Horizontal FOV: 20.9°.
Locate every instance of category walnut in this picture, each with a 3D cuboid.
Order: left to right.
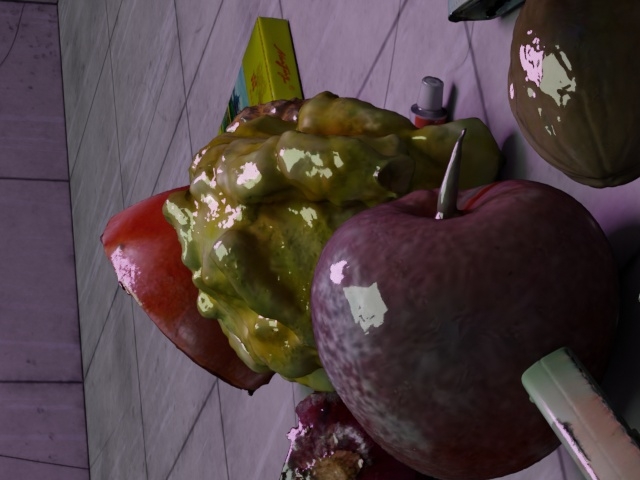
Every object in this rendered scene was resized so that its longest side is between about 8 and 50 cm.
[{"bbox_3d":[0.201,-0.119,1.248,0.140,0.140,0.162,114,145,-49],"label":"walnut"}]

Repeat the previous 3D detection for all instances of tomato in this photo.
[{"bbox_3d":[-0.109,0.022,2.062,0.170,0.309,0.309,-42,33,11],"label":"tomato"}]

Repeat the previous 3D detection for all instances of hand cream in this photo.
[{"bbox_3d":[0.100,-0.061,1.735,0.052,0.038,0.216,-70,-13,-60],"label":"hand cream"}]

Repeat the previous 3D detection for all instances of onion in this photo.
[{"bbox_3d":[0.046,0.240,1.722,0.218,0.140,0.195,28,-113,-70],"label":"onion"}]

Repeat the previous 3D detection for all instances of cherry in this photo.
[{"bbox_3d":[0.111,0.055,1.333,0.213,0.236,0.285,-59,-31,-68],"label":"cherry"}]

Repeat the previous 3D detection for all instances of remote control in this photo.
[{"bbox_3d":[0.233,0.204,1.134,0.145,0.050,0.344,54,-176,-33],"label":"remote control"}]

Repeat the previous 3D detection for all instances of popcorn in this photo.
[{"bbox_3d":[0.005,0.002,1.610,0.335,0.274,0.279,29,124,59],"label":"popcorn"}]

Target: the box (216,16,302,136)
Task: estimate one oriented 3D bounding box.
[{"bbox_3d":[-0.091,-0.117,2.314,0.335,0.047,0.187,115,152,-49],"label":"box"}]

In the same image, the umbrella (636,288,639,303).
[{"bbox_3d":[0.254,-0.015,1.227,0.040,0.037,0.144,23,116,35],"label":"umbrella"}]

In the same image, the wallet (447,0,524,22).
[{"bbox_3d":[0.152,-0.330,1.522,0.176,0.075,0.250,157,113,-74],"label":"wallet"}]

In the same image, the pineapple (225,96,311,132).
[{"bbox_3d":[-0.030,-0.064,1.951,0.166,0.166,0.193,170,93,-72],"label":"pineapple"}]
